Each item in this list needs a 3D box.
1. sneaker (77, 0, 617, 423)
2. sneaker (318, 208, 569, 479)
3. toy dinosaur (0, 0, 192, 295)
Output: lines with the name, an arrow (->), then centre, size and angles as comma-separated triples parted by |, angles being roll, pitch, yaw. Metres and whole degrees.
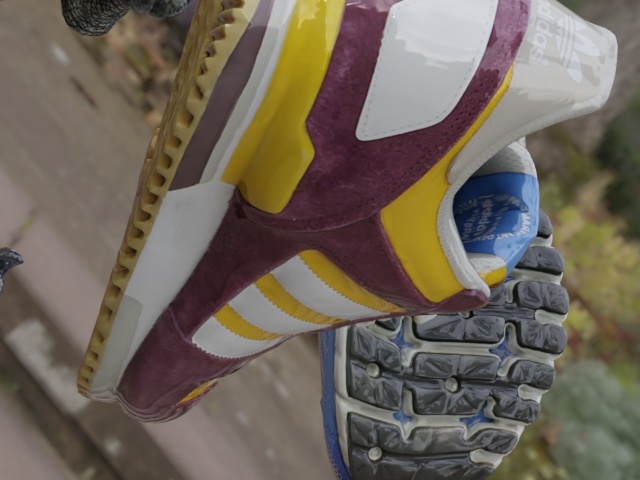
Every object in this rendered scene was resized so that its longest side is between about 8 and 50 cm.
sneaker -> 0.000, 0.000, 0.431 | 0.084, 0.069, 0.185 | 17, -27, -6
sneaker -> 0.045, -0.003, 1.059 | 0.130, 0.147, 0.330 | 17, 60, -21
toy dinosaur -> -0.072, -0.047, 0.355 | 0.064, 0.268, 0.118 | 8, 24, -36
